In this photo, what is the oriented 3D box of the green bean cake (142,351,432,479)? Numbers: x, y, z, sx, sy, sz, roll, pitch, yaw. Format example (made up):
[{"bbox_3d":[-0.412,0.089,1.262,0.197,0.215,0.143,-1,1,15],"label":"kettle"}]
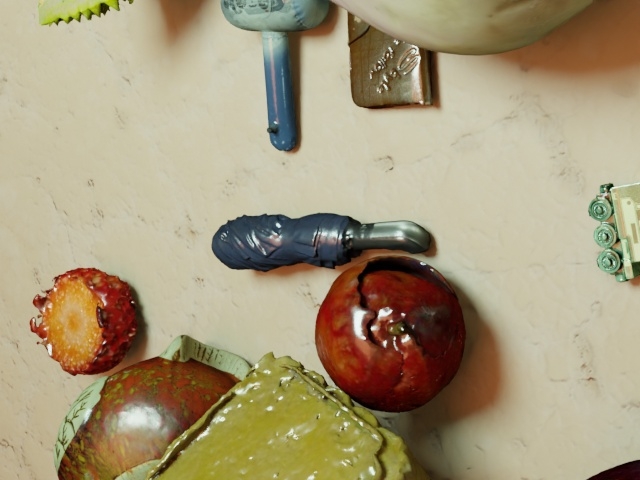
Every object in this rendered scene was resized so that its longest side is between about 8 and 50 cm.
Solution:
[{"bbox_3d":[-0.037,0.240,0.824,0.224,0.131,0.230,-45,41,-12],"label":"green bean cake"}]

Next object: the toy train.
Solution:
[{"bbox_3d":[0.253,-0.008,0.751,0.053,0.033,0.083,-11,91,35],"label":"toy train"}]

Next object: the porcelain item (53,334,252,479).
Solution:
[{"bbox_3d":[-0.173,0.227,1.035,0.253,0.253,0.252,7,101,37],"label":"porcelain item"}]

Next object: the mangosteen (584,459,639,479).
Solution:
[{"bbox_3d":[0.236,0.318,0.636,0.347,0.307,0.306,-34,76,31],"label":"mangosteen"}]

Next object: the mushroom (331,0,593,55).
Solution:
[{"bbox_3d":[0.083,-0.307,0.647,0.353,0.325,0.353,7,107,24],"label":"mushroom"}]

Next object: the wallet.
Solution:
[{"bbox_3d":[0.064,-0.215,0.872,0.095,0.026,0.176,3,98,40],"label":"wallet"}]

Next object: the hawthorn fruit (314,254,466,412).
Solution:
[{"bbox_3d":[0.063,0.083,0.831,0.148,0.172,0.148,-1,82,6],"label":"hawthorn fruit"}]

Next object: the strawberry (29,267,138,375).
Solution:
[{"bbox_3d":[-0.293,0.102,1.160,0.145,0.086,0.145,7,102,35],"label":"strawberry"}]

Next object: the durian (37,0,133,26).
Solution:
[{"bbox_3d":[-0.225,-0.397,0.971,0.158,0.169,0.351,-17,74,49],"label":"durian"}]

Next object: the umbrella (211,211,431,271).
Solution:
[{"bbox_3d":[-0.003,-0.005,0.939,0.248,0.071,0.070,-7,93,34],"label":"umbrella"}]

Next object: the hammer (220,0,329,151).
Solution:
[{"bbox_3d":[-0.043,-0.187,0.942,0.116,0.069,0.193,10,111,36],"label":"hammer"}]
